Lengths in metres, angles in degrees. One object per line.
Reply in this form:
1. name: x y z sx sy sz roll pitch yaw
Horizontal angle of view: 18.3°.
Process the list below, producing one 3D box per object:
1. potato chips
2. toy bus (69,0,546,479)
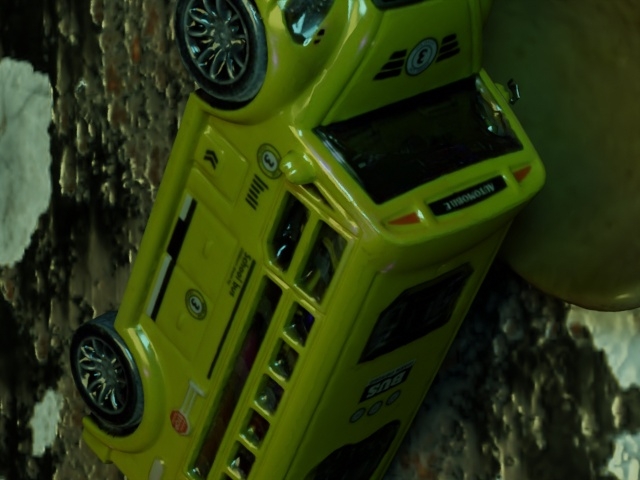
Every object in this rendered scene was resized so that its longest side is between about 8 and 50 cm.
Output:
1. potato chips: 0.133 -0.066 0.923 0.208 0.062 0.195 -10 91 47
2. toy bus: 0.000 0.000 0.944 0.151 0.145 0.331 47 136 25
